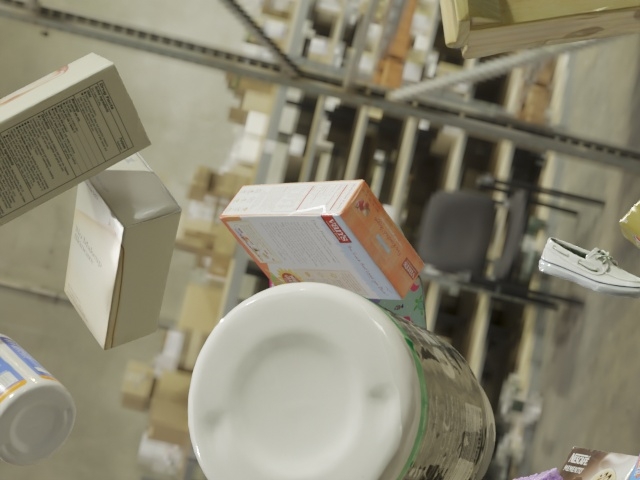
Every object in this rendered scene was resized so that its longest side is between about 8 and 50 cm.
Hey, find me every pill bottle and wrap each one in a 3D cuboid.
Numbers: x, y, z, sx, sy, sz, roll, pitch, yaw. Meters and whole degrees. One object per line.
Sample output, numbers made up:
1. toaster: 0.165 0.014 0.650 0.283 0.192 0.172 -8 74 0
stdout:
1. pill bottle: 0.040 0.166 1.204 0.361 0.204 0.204 32 -110 -67
2. pill bottle: -0.535 0.246 2.156 0.272 0.152 0.152 30 113 44

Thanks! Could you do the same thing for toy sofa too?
1. toy sofa: 0.332 -0.347 1.667 0.177 0.362 0.150 59 -157 -82

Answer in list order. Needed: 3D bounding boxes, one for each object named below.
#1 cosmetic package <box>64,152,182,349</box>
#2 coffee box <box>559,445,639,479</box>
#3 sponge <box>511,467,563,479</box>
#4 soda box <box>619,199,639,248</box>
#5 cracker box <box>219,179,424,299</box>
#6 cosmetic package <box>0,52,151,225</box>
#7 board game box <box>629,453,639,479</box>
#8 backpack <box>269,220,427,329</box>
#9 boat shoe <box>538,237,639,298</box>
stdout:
1. cosmetic package: -0.339 0.020 2.200 0.160 0.113 0.309 49 142 30
2. coffee box: 0.509 0.472 2.301 0.168 0.119 0.297 -58 6 -10
3. sponge: 0.159 0.316 1.413 0.031 0.210 0.117 61 159 6
4. soda box: 0.559 -0.067 2.065 0.181 0.058 0.061 -46 -30 -4
5. cracker box: 0.000 0.000 1.673 0.232 0.156 0.067 1 47 47
6. cosmetic package: -0.433 -0.153 2.001 0.129 0.296 0.153 33 148 59
7. board game box: 0.565 0.360 1.906 0.160 0.210 0.047 -62 8 -17
8. backpack: 0.039 0.083 1.929 0.191 0.225 0.253 9 107 55
9. boat shoe: 0.536 0.052 2.545 0.083 0.226 0.076 -17 -60 -60
